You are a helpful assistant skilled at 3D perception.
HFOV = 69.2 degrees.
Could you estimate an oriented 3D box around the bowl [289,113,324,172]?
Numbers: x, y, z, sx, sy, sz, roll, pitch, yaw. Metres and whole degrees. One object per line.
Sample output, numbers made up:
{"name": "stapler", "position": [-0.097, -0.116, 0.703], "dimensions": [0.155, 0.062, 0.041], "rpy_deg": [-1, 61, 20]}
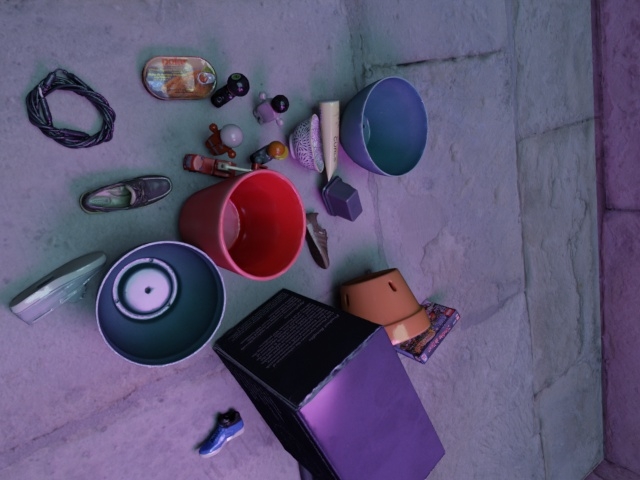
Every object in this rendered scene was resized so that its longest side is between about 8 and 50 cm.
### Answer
{"name": "bowl", "position": [-0.044, -0.282, 1.371], "dimensions": [0.080, 0.170, 0.170], "rpy_deg": [-4, 102, 11]}

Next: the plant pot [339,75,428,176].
{"name": "plant pot", "position": [0.167, -0.343, 1.443], "dimensions": [0.290, 0.195, 0.291], "rpy_deg": [-6, 99, -39]}

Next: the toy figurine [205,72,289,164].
{"name": "toy figurine", "position": [-0.186, -0.313, 1.232], "dimensions": [0.209, 0.148, 0.213], "rpy_deg": [13, 78, -34]}

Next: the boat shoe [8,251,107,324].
{"name": "boat shoe", "position": [-0.598, 0.112, 1.088], "dimensions": [0.227, 0.079, 0.081], "rpy_deg": [-35, 124, -19]}

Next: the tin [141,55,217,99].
{"name": "tin", "position": [-0.360, -0.416, 1.189], "dimensions": [0.189, 0.040, 0.106], "rpy_deg": [-12, 107, -32]}

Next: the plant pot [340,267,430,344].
{"name": "plant pot", "position": [0.189, 0.214, 1.511], "dimensions": [0.290, 0.291, 0.204], "rpy_deg": [-17, 89, -31]}

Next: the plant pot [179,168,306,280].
{"name": "plant pot", "position": [-0.215, -0.042, 1.188], "dimensions": [0.274, 0.243, 0.275], "rpy_deg": [-4, 95, -48]}

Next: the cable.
{"name": "cable", "position": [-0.566, -0.288, 1.064], "dimensions": [0.184, 0.047, 0.151], "rpy_deg": [43, 73, -30]}

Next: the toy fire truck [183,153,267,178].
{"name": "toy fire truck", "position": [-0.253, -0.191, 1.230], "dimensions": [0.192, 0.135, 0.047], "rpy_deg": [7, 92, -34]}

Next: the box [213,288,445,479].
{"name": "box", "position": [0.015, 0.439, 1.293], "dimensions": [0.297, 0.471, 0.480], "rpy_deg": [-38, 116, -23]}

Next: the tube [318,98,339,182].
{"name": "tube", "position": [0.032, -0.305, 1.415], "dimensions": [0.070, 0.062, 0.240], "rpy_deg": [-18, 120, -28]}

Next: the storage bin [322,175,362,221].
{"name": "storage bin", "position": [0.080, -0.127, 1.456], "dimensions": [0.098, 0.091, 0.135], "rpy_deg": [-48, 146, -19]}

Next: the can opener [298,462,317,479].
{"name": "can opener", "position": [-0.010, 0.836, 1.557], "dimensions": [0.075, 0.095, 0.284], "rpy_deg": [-17, 106, -31]}

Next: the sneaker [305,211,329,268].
{"name": "sneaker", "position": [0.000, 0.000, 1.465], "dimensions": [0.071, 0.066, 0.189], "rpy_deg": [-34, 114, -26]}

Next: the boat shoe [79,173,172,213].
{"name": "boat shoe", "position": [-0.466, -0.111, 1.137], "dimensions": [0.223, 0.073, 0.080], "rpy_deg": [-18, 106, -30]}

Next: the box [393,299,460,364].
{"name": "box", "position": [0.383, 0.331, 1.708], "dimensions": [0.233, 0.159, 0.044], "rpy_deg": [-45, 118, -20]}

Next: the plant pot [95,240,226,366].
{"name": "plant pot", "position": [-0.407, 0.135, 1.138], "dimensions": [0.292, 0.196, 0.293], "rpy_deg": [-5, 100, -34]}

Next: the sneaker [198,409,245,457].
{"name": "sneaker", "position": [-0.294, 0.556, 1.351], "dimensions": [0.152, 0.058, 0.085], "rpy_deg": [-25, 115, -33]}
